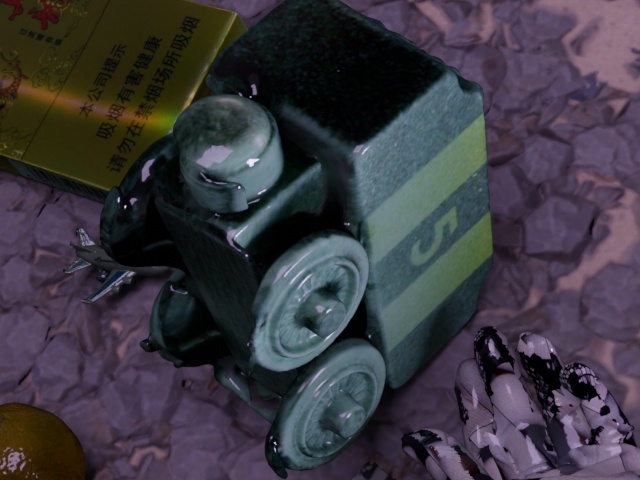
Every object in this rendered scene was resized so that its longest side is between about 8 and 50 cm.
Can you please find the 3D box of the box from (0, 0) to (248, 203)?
[{"bbox_3d":[-0.225,-0.136,1.377,0.311,0.043,0.173,18,72,26],"label":"box"}]

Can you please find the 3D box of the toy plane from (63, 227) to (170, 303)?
[{"bbox_3d":[-0.148,0.015,1.281,0.083,0.033,0.080,10,67,16],"label":"toy plane"}]

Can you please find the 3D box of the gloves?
[{"bbox_3d":[0.139,0.145,1.081,0.127,0.111,0.212,-37,30,4],"label":"gloves"}]

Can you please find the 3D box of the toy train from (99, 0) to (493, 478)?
[{"bbox_3d":[0.000,0.000,1.093,0.167,0.299,0.238,36,66,28],"label":"toy train"}]

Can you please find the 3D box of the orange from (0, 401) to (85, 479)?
[{"bbox_3d":[-0.210,0.155,1.202,0.085,0.085,0.095,-43,61,-6],"label":"orange"}]

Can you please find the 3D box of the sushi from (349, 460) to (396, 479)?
[{"bbox_3d":[0.021,0.261,1.093,0.193,0.040,0.210,36,79,30],"label":"sushi"}]
